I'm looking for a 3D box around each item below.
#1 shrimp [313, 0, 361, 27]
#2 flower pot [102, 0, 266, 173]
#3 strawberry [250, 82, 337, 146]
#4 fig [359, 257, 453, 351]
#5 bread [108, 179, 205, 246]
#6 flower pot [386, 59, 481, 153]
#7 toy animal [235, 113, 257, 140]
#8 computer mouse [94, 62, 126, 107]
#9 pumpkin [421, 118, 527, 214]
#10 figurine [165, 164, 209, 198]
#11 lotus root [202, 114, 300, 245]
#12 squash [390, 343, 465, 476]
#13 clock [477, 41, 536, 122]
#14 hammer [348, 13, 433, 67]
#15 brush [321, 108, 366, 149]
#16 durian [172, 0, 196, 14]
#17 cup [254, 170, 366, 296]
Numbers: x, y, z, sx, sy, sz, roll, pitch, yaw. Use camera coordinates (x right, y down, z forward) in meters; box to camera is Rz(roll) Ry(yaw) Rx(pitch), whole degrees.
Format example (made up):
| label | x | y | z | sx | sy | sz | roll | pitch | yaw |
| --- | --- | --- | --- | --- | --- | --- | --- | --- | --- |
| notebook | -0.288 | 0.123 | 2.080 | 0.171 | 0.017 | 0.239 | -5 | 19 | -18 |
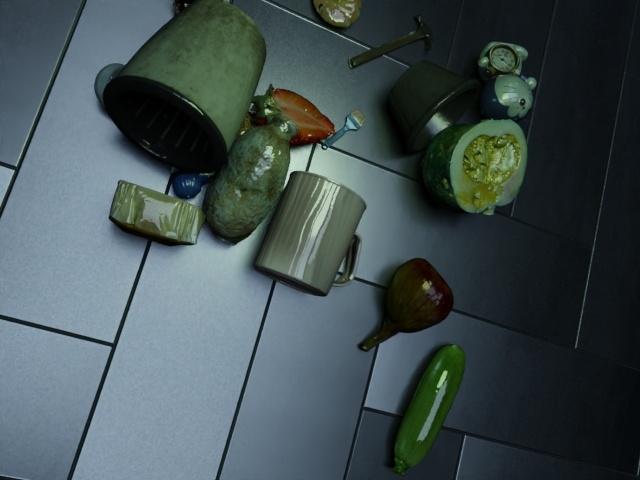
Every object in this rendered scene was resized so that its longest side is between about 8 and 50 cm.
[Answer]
| label | x | y | z | sx | sy | sz | roll | pitch | yaw |
| --- | --- | --- | --- | --- | --- | --- | --- | --- | --- |
| shrimp | 0.052 | -0.736 | 1.600 | 0.146 | 0.061 | 0.266 | 8 | 84 | -9 |
| flower pot | -0.280 | -0.366 | 1.292 | 0.294 | 0.294 | 0.330 | 33 | 63 | -13 |
| strawberry | -0.075 | -0.322 | 1.496 | 0.228 | 0.098 | 0.174 | -7 | 68 | -44 |
| fig | 0.234 | 0.186 | 1.544 | 0.191 | 0.190 | 0.290 | 36 | 115 | -12 |
| bread | -0.384 | -0.053 | 1.304 | 0.210 | 0.192 | 0.109 | 20 | 85 | -18 |
| flower pot | 0.297 | -0.393 | 1.569 | 0.269 | 0.269 | 0.166 | -34 | 77 | -19 |
| toy animal | -0.212 | -0.287 | 1.461 | 0.149 | 0.054 | 0.275 | 6 | 84 | -16 |
| computer mouse | -0.442 | -0.340 | 1.379 | 0.231 | 0.079 | 0.127 | 37 | 70 | -30 |
| pumpkin | 0.420 | -0.209 | 1.603 | 0.293 | 0.197 | 0.263 | -9 | 101 | -27 |
| figurine | -0.343 | -0.178 | 1.395 | 0.086 | 0.087 | 0.149 | -26 | 93 | 18 |
| lotus root | -0.174 | -0.148 | 1.348 | 0.175 | 0.175 | 0.349 | 26 | 105 | -15 |
| squash | 0.300 | 0.457 | 1.536 | 0.107 | 0.107 | 0.394 | 33 | 75 | -13 |
| clock | 0.565 | -0.471 | 1.705 | 0.200 | 0.146 | 0.243 | 3 | 79 | -14 |
| hammer | 0.208 | -0.574 | 1.652 | 0.297 | 0.027 | 0.125 | -27 | 89 | -20 |
| brush | 0.064 | -0.310 | 1.581 | 0.164 | 0.014 | 0.051 | -42 | 97 | -17 |
| durian | -0.305 | -0.613 | 1.456 | 0.186 | 0.119 | 0.108 | 51 | 33 | -20 |
| cup | -0.017 | -0.006 | 1.445 | 0.209 | 0.288 | 0.273 | 18 | 77 | 21 |
